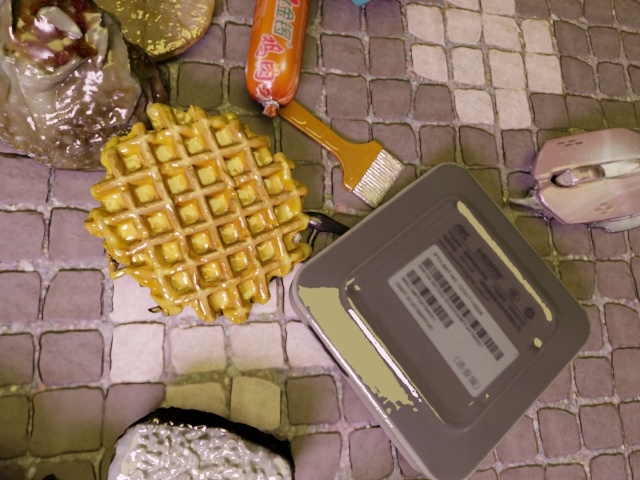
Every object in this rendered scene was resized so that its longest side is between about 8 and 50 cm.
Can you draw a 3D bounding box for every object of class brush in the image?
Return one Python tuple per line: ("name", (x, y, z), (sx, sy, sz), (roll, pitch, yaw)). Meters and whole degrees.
("brush", (0.013, -0.170, 0.751), (0.272, 0.013, 0.103), (37, 73, -2))

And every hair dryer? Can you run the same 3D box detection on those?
("hair dryer", (0.000, 0.000, 0.709), (0.078, 0.031, 0.084), (20, 88, -17))

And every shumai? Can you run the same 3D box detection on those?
("shumai", (-0.334, -0.214, 0.581), (0.255, 0.218, 0.189), (2, 72, -16))

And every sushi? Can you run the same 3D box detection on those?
("sushi", (-0.141, 0.284, 0.558), (0.224, 0.127, 0.124), (14, 76, -2))

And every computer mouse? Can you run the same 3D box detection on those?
("computer mouse", (0.518, -0.119, 0.805), (0.388, 0.115, 0.200), (-8, 77, -15))

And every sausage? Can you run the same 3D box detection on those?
("sausage", (-0.066, -0.342, 0.722), (0.092, 0.093, 0.313), (9, 74, -11))

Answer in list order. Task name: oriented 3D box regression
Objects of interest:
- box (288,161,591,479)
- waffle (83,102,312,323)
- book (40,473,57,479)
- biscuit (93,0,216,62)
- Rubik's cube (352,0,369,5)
("box", (0.190, 0.103, 0.681), (0.373, 0.090, 0.367), (-37, 86, -19))
("waffle", (-0.164, -0.036, 0.621), (0.328, 0.062, 0.330), (-1, 94, -19))
("book", (-0.237, 0.347, 0.506), (0.231, 0.157, 0.026), (29, 75, -5))
("biscuit", (-0.276, -0.387, 0.713), (0.219, 0.033, 0.220), (1, 82, -5))
("Rubik's cube", (0.087, -0.537, 0.749), (0.212, 0.265, 0.224), (22, 109, -44))
